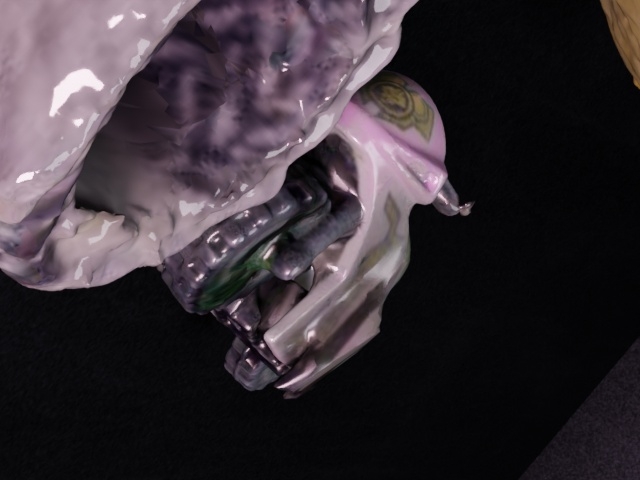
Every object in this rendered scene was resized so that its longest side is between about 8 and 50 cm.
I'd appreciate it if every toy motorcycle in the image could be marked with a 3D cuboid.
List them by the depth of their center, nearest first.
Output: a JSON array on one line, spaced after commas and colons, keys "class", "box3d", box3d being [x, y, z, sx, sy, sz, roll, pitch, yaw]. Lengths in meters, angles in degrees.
[{"class": "toy motorcycle", "box3d": [0.000, 0.000, 1.027, 0.188, 0.143, 0.327, -45, 166, -7]}]

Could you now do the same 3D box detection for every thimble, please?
[{"class": "thimble", "box3d": [-0.076, -0.107, 0.672, 0.245, 0.157, 0.217, -40, 157, -19]}]

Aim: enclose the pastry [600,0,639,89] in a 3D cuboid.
[{"class": "pastry", "box3d": [0.376, -0.222, 1.122, 0.388, 0.312, 0.388, -36, 157, -18]}]
